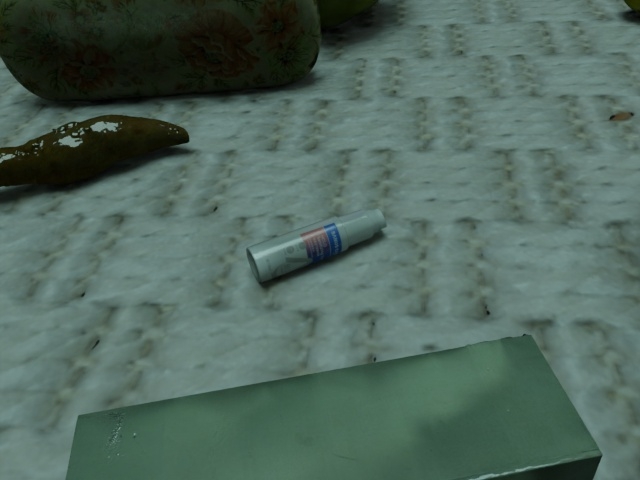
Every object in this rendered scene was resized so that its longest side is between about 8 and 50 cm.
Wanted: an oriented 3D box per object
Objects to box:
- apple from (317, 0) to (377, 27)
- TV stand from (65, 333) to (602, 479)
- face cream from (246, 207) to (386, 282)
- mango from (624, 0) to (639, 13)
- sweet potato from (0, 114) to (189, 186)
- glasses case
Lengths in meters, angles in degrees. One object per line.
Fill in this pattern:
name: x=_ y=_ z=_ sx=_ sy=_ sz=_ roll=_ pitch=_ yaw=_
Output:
apple: x=0.008 y=-0.463 z=0.912 sx=0.279 sy=0.279 sz=0.279 roll=-4 pitch=40 yaw=3
TV stand: x=0.005 y=0.132 z=0.338 sx=0.269 sy=0.082 sz=0.088 roll=-10 pitch=38 yaw=-3
face cream: x=0.000 y=0.000 z=0.532 sx=0.130 sy=0.034 sz=0.034 roll=-20 pitch=42 yaw=-17
mango: x=0.547 y=-0.374 z=0.876 sx=0.191 sy=0.085 sz=0.122 roll=-30 pitch=55 yaw=-13
sweet potato: x=-0.283 y=-0.096 z=0.658 sx=0.274 sy=0.067 sz=0.067 roll=-14 pitch=40 yaw=-18
glasses case: x=-0.211 y=-0.271 z=0.787 sx=0.425 sy=0.156 sz=0.098 roll=-3 pitch=41 yaw=3
